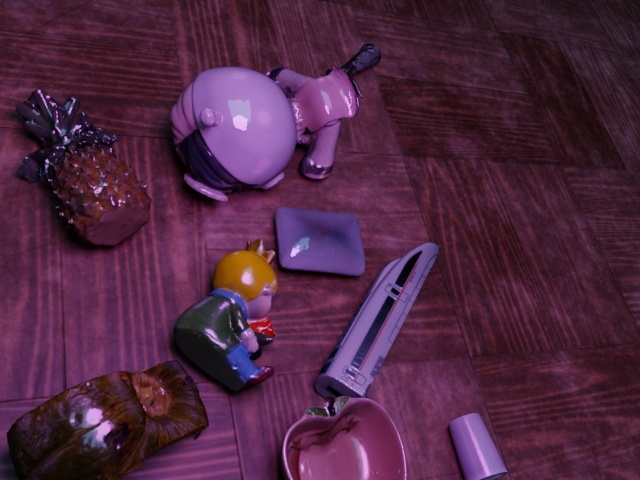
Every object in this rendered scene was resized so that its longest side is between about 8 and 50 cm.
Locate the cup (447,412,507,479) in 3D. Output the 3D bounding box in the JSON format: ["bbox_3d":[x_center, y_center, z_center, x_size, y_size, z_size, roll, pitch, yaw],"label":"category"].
[{"bbox_3d":[0.283,0.373,1.148,0.104,0.074,0.116,17,45,-45],"label":"cup"}]

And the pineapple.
[{"bbox_3d":[-0.419,-0.131,1.101,0.170,0.141,0.310,-33,68,-11],"label":"pineapple"}]

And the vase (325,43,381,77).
[{"bbox_3d":[0.080,-0.420,1.562,0.059,0.059,0.167,42,52,5],"label":"vase"}]

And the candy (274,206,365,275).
[{"bbox_3d":[0.000,0.000,1.244,0.174,0.071,0.138,6,57,-21],"label":"candy"}]

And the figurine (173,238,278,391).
[{"bbox_3d":[-0.122,0.121,1.085,0.185,0.127,0.234,40,41,-3],"label":"figurine"}]

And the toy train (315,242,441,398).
[{"bbox_3d":[0.118,0.130,1.212,0.088,0.086,0.407,32,51,4],"label":"toy train"}]

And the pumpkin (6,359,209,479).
[{"bbox_3d":[-0.300,0.280,0.918,0.139,0.190,0.280,54,10,14],"label":"pumpkin"}]

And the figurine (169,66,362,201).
[{"bbox_3d":[-0.118,-0.237,1.252,0.361,0.211,0.253,-20,70,-35],"label":"figurine"}]

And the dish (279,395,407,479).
[{"bbox_3d":[0.027,0.353,1.020,0.213,0.090,0.213,12,58,-19],"label":"dish"}]
